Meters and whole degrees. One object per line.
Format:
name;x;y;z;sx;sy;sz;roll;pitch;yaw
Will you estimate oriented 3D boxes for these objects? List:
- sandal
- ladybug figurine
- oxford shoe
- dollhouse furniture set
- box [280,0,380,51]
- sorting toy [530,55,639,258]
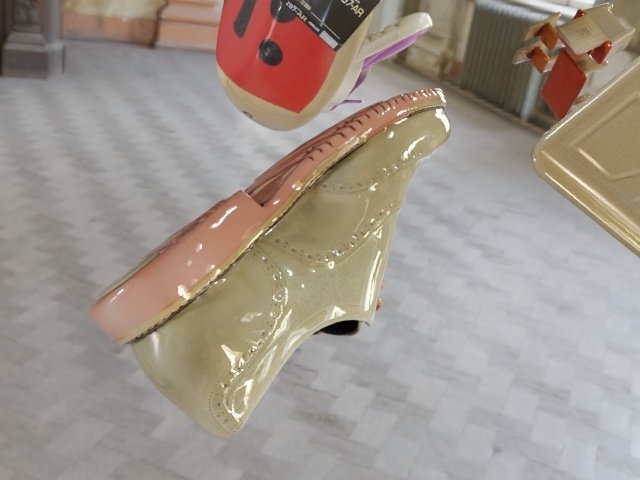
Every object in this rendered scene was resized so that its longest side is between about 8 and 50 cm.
sandal;0.061;-0.339;1.777;0.416;0.102;0.169;-29;1;29
ladybug figurine;-0.055;-0.393;1.426;0.162;0.449;0.305;-2;41;-38
oxford shoe;0.000;0.000;0.688;0.397;0.146;0.140;-39;7;-36
dollhouse furniture set;0.499;-0.340;1.663;0.135;0.259;0.262;-26;68;-16
box;0.005;-0.219;0.741;0.083;0.067;0.018;42;-18;-9
sorting toy;0.371;-0.068;0.759;0.307;0.229;0.041;34;30;-23
